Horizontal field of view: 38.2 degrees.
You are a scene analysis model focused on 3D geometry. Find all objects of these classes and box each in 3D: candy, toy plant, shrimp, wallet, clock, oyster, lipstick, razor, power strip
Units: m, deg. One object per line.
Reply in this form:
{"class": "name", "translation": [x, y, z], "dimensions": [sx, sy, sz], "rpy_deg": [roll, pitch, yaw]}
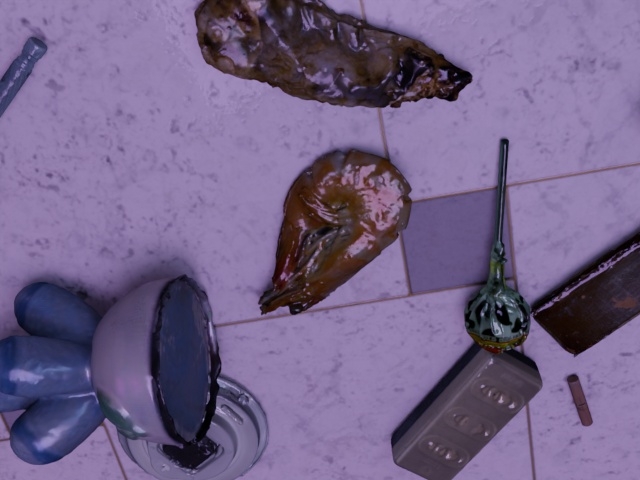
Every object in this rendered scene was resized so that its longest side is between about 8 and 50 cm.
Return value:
{"class": "candy", "translation": [0.246, 0.011, 1.244], "dimensions": [0.091, 0.083, 0.306], "rpy_deg": [1, 112, 1]}
{"class": "toy plant", "translation": [-0.325, 0.176, 1.259], "dimensions": [0.332, 0.247, 0.247], "rpy_deg": [-6, 120, 11]}
{"class": "shrimp", "translation": [0.000, 0.000, 1.239], "dimensions": [0.154, 0.062, 0.294], "rpy_deg": [37, 111, -6]}
{"class": "wallet", "translation": [0.414, 0.067, 1.293], "dimensions": [0.232, 0.031, 0.122], "rpy_deg": [-38, 118, 22]}
{"class": "clock", "translation": [-0.197, 0.303, 1.415], "dimensions": [0.236, 0.053, 0.237], "rpy_deg": [-1, 120, -1]}
{"class": "oyster", "translation": [0.017, -0.223, 1.103], "dimensions": [0.344, 0.079, 0.129], "rpy_deg": [13, 111, -5]}
{"class": "lipstick", "translation": [0.394, 0.243, 1.401], "dimensions": [0.019, 0.019, 0.094], "rpy_deg": [-20, 118, 11]}
{"class": "razor", "translation": [-0.410, -0.155, 1.150], "dimensions": [0.106, 0.068, 0.232], "rpy_deg": [36, 108, -20]}
{"class": "power strip", "translation": [0.212, 0.263, 1.384], "dimensions": [0.105, 0.070, 0.257], "rpy_deg": [29, 117, -16]}
